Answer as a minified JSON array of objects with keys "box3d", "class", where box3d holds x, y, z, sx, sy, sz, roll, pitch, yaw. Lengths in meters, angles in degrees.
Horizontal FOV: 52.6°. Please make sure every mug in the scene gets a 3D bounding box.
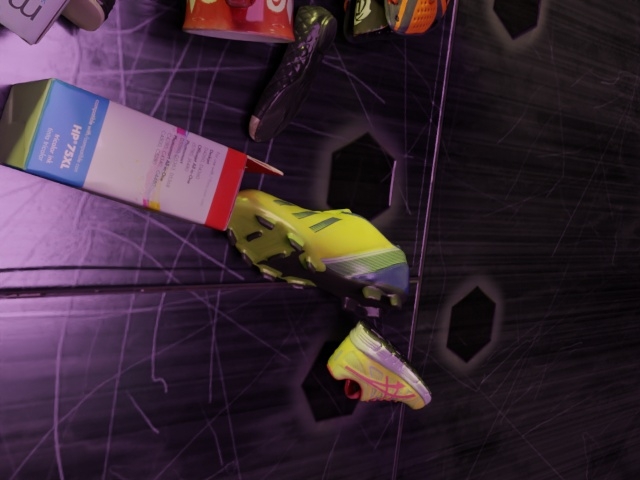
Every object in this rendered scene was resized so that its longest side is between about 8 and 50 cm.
[{"box3d":[-0.065,-0.283,0.621,0.113,0.150,0.170,-3,105,-32],"class":"mug"}]

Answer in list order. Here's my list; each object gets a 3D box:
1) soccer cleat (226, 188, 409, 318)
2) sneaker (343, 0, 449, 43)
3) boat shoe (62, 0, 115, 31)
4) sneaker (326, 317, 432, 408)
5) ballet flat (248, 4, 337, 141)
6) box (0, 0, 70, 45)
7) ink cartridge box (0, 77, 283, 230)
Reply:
[{"box3d":[0.000,0.001,0.798,0.289,0.093,0.121,29,51,-34],"class":"soccer cleat"},{"box3d":[0.051,-0.331,0.726,0.321,0.124,0.180,18,88,-39],"class":"sneaker"},{"box3d":[-0.241,-0.246,0.570,0.133,0.048,0.042,40,47,-29],"class":"boat shoe"},{"box3d":[0.078,0.188,0.898,0.094,0.081,0.208,-42,129,3],"class":"sneaker"},{"box3d":[-0.037,-0.191,0.749,0.173,0.049,0.057,-61,156,-4],"class":"ballet flat"},{"box3d":[-0.233,-0.309,0.422,0.262,0.127,0.231,35,112,-28],"class":"box"},{"box3d":[-0.166,-0.069,0.605,0.231,0.134,0.078,19,87,-38],"class":"ink cartridge box"}]
